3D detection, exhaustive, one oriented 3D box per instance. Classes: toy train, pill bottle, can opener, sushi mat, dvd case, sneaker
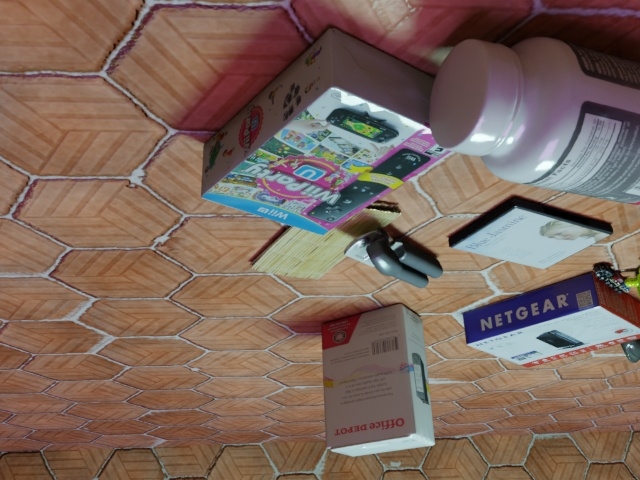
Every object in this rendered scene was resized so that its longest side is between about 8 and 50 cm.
[{"bbox_3d":[0.631,0.081,1.573,0.036,0.027,0.158,-32,142,27],"label":"toy train"},{"bbox_3d":[0.303,-0.148,0.900,0.318,0.176,0.176,8,152,-21],"label":"pill bottle"},{"bbox_3d":[0.142,0.045,1.355,0.074,0.093,0.280,-36,150,22],"label":"can opener"},{"bbox_3d":[0.000,0.000,1.343,0.151,0.019,0.316,10,151,-27],"label":"sushi mat"},{"bbox_3d":[0.393,-0.008,1.369,0.253,0.022,0.180,12,150,-28],"label":"dvd case"},{"bbox_3d":[0.854,0.246,1.865,0.286,0.109,0.130,10,146,-44],"label":"sneaker"}]

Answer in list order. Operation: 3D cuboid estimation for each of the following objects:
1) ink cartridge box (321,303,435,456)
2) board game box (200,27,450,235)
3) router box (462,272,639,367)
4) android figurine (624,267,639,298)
[{"bbox_3d":[0.129,0.327,1.696,0.226,0.306,0.131,-16,151,26],"label":"ink cartridge box"},{"bbox_3d":[0.008,-0.130,0.999,0.224,0.097,0.303,16,149,-34],"label":"board game box"},{"bbox_3d":[0.561,0.201,1.740,0.335,0.082,0.301,-25,147,37],"label":"router box"},{"bbox_3d":[0.788,0.077,1.546,0.273,0.056,0.248,-1,154,-5],"label":"android figurine"}]
